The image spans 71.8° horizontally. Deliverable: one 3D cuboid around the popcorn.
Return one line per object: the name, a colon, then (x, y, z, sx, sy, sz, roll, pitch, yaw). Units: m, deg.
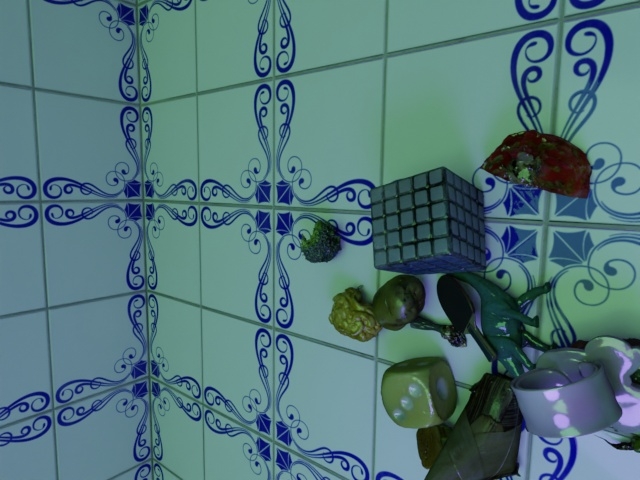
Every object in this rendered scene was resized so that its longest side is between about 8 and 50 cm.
popcorn: (0.108, 0.261, 1.486, 0.194, 0.140, 0.163, 51, 118, 26)

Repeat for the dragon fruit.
dragon fruit: (0.516, -0.191, 1.062, 0.262, 0.211, 0.134, 24, 117, 29)

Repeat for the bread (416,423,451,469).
bread: (0.350, 0.614, 1.329, 0.140, 0.069, 0.128, -91, 24, -55)

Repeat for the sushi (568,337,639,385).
sushi: (0.667, 0.291, 1.041, 0.161, 0.107, 0.241, 36, 122, 29)

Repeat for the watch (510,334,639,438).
watch: (0.552, 0.336, 0.940, 0.248, 0.217, 0.211, -24, 82, 44)

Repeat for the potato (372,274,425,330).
potato: (0.237, 0.189, 1.353, 0.137, 0.154, 0.200, 48, 151, 10)

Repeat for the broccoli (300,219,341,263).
broccoli: (0.000, 0.000, 1.565, 0.154, 0.167, 0.160, -21, 49, 8)

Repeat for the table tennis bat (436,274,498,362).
table tennis bat: (0.403, 0.215, 1.238, 0.154, 0.021, 0.274, 91, 158, -49)

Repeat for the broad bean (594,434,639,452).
broad bean: (0.764, 0.372, 1.001, 0.098, 0.056, 0.318, 30, 114, 17)

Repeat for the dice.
dice: (0.295, 0.452, 1.328, 0.169, 0.169, 0.166, -19, 82, 39)

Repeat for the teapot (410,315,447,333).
teapot: (0.334, 0.261, 1.359, 0.110, 0.043, 0.043, 9, 100, 37)

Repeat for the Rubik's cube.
Rubik's cube: (0.293, -0.037, 1.206, 0.237, 0.237, 0.238, -12, 72, 42)

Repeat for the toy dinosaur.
toy dinosaur: (0.461, 0.234, 1.231, 0.331, 0.129, 0.384, 3, 98, 50)

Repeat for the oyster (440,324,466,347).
oyster: (0.399, 0.288, 1.308, 0.083, 0.019, 0.054, 41, 100, 0)

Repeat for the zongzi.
zongzi: (0.394, 0.509, 1.165, 0.154, 0.317, 0.289, 14, 104, 57)
